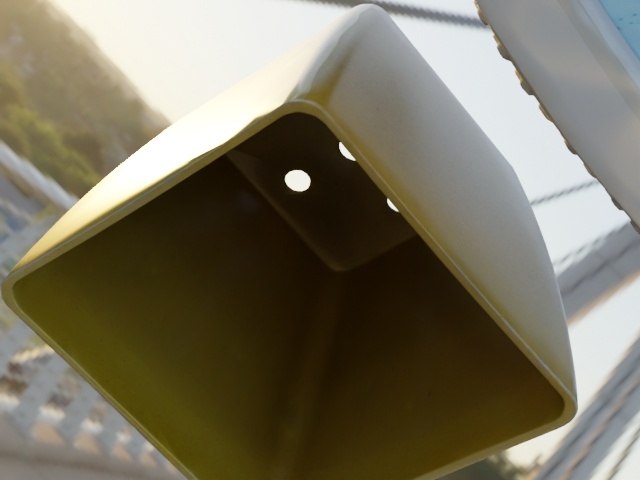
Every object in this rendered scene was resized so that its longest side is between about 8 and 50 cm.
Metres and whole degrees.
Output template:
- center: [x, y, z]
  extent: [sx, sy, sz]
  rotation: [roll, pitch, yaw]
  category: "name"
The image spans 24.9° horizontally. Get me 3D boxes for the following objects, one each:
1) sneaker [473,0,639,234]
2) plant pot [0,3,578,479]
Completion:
- center: [0.194, -0.026, 0.503]
  extent: [0.366, 0.150, 0.135]
  rotation: [52, 16, 11]
  category: "sneaker"
- center: [0.000, 0.000, 0.776]
  extent: [0.212, 0.212, 0.187]
  rotation: [48, 33, -21]
  category: "plant pot"
